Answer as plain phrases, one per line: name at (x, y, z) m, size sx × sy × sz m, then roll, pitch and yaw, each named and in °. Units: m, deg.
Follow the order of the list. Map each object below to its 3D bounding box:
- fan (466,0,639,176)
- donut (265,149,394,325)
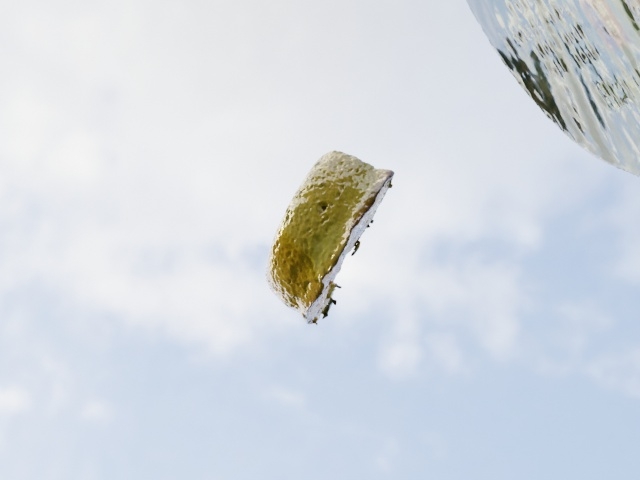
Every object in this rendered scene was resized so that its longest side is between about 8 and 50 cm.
fan at (0.064, -0.130, 0.561) m, size 0.012 × 0.223 × 0.294 m, roll -33°, pitch -58°, yaw -12°
donut at (0.000, 0.000, 0.868) m, size 0.038 × 0.067 × 0.083 m, roll 30°, pitch -19°, yaw 7°
